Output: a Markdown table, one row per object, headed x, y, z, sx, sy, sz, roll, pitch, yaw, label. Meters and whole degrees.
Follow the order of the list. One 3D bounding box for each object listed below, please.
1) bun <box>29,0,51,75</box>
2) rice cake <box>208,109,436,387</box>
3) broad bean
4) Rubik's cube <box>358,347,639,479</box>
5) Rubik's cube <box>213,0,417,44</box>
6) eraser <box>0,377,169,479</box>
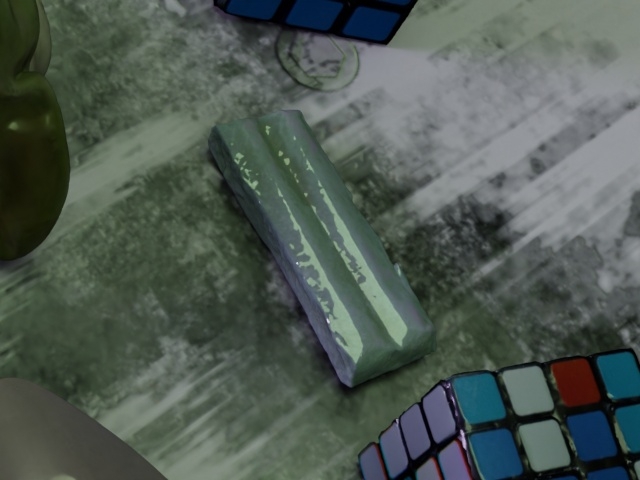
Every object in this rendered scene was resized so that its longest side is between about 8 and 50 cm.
| x | y | z | sx | sy | sz | roll | pitch | yaw | label |
| --- | --- | --- | --- | --- | --- | --- | --- | --- | --- |
| -0.279 | -0.167 | 1.047 | 0.183 | 0.102 | 0.183 | 9 | 59 | -15 | bun |
| 0.000 | 0.000 | 1.104 | 0.085 | 0.040 | 0.226 | -22 | 72 | -30 | rice cake |
| -0.243 | -0.084 | 0.973 | 0.153 | 0.072 | 0.207 | 3 | 102 | 6 | broad bean |
| 0.137 | 0.176 | 0.992 | 0.154 | 0.155 | 0.151 | -5 | 66 | -25 | Rubik's cube |
| 0.011 | -0.276 | 1.194 | 0.162 | 0.160 | 0.163 | 11 | 59 | -18 | Rubik's cube |
| -0.154 | 0.194 | 0.915 | 0.204 | 0.059 | 0.243 | -22 | 76 | -31 | eraser |
